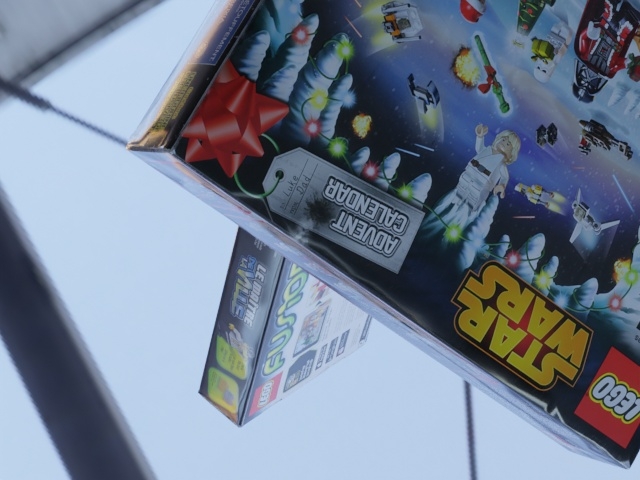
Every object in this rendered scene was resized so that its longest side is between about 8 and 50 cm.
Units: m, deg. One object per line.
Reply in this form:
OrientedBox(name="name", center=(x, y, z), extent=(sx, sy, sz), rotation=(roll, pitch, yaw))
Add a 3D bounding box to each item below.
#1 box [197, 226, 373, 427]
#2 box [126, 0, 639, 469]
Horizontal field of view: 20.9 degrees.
OrientedBox(name="box", center=(0.000, 0.000, 0.952), extent=(0.036, 0.207, 0.114), rotation=(38, -135, 24))
OrientedBox(name="box", center=(0.038, -0.022, 0.384), extent=(0.094, 0.137, 0.027), rotation=(-60, -154, -9))
